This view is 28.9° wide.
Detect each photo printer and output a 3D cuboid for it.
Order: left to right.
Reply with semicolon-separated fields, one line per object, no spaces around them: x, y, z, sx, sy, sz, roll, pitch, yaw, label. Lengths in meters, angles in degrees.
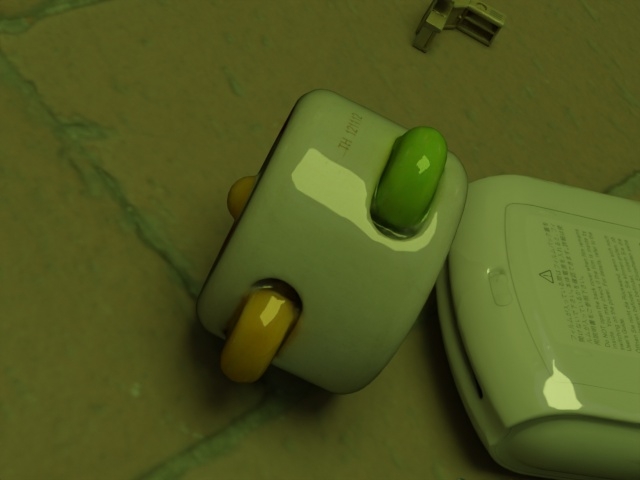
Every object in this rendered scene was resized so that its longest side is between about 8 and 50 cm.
0.238;0.077;0.995;0.307;0.107;0.256;11;47;-19;photo printer

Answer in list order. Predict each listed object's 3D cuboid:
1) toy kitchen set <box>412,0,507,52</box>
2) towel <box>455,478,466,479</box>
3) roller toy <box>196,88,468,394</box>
0.146;-0.224;1.243;0.075;0.068;0.083;29;44;-2;toy kitchen set
0.195;0.266;0.611;0.336;0.040;0.243;47;3;-2;towel
0.000;0.000;0.879;0.146;0.209;0.191;27;5;-5;roller toy
